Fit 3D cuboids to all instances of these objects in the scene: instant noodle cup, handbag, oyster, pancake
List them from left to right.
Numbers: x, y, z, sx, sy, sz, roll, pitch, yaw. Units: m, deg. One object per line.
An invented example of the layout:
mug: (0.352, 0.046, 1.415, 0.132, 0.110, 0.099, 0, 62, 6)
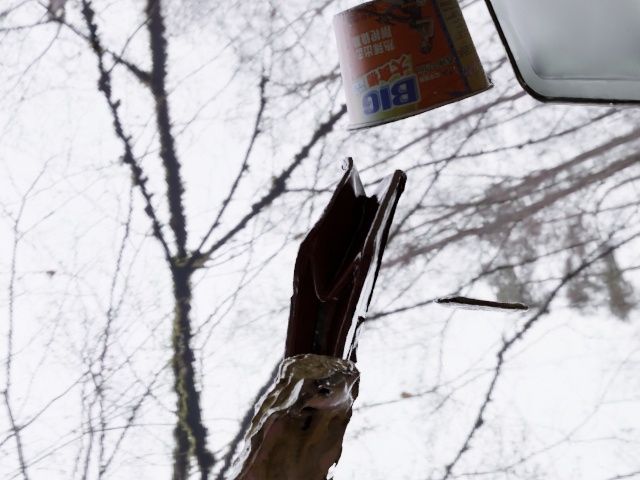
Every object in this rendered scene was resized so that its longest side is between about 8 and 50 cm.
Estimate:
oyster: (-0.035, 0.174, 0.706, 0.209, 0.072, 0.133, -61, -37, -18)
handbag: (0.022, 0.067, 0.957, 0.084, 0.275, 0.260, 14, -148, 6)
instant noodle cup: (0.155, -0.345, 1.532, 0.296, 0.296, 0.214, -28, -74, -41)
pancake: (0.182, 0.075, 0.944, 0.115, 0.115, 0.011, 11, -100, -36)

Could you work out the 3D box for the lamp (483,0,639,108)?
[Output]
lamp: (0.184, -0.202, 0.516, 0.047, 0.266, 0.269, -40, -63, -19)
